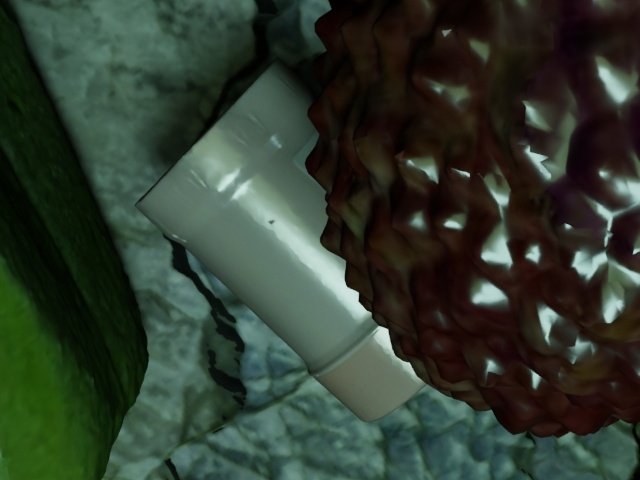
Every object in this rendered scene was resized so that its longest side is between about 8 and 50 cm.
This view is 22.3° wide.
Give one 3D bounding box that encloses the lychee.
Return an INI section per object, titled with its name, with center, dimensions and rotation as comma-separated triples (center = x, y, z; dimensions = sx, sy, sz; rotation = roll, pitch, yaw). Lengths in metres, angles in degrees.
[lychee]
center = 0.143, -0.064, 0.623
dimensions = 0.306, 0.306, 0.330
rotation = -9, 78, 7

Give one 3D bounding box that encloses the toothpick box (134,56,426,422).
[toothpick box]
center = 0.000, 0.000, 0.757
dimensions = 0.149, 0.098, 0.098
rotation = 44, 104, -7

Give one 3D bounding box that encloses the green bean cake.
[green bean cake]
center = -0.176, 0.009, 0.712
dimensions = 0.125, 0.222, 0.248
rotation = -22, 105, 8
